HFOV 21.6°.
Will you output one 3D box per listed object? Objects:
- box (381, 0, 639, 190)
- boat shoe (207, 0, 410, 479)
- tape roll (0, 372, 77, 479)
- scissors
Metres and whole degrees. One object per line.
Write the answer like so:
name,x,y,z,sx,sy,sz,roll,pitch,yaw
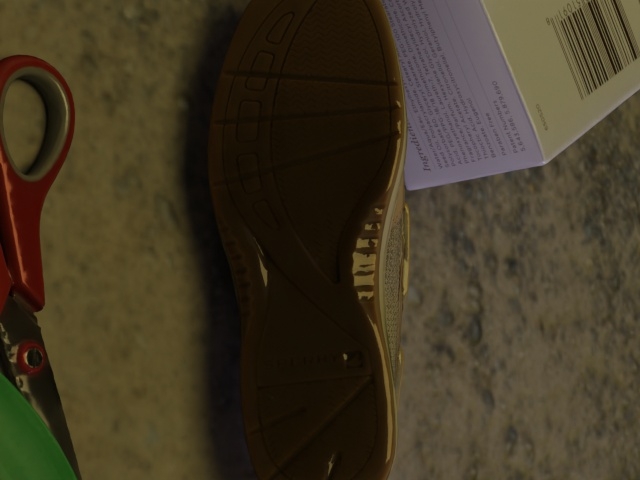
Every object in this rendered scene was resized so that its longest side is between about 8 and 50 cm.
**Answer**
box,0.110,-0.154,1.048,0.181,0.119,0.182,-37,108,-41
boat shoe,0.000,0.000,0.941,0.098,0.109,0.302,44,43,-81
tape roll,-0.238,0.168,0.637,0.321,0.077,0.321,-3,95,-34
scissors,-0.159,0.042,0.827,0.109,0.021,0.297,-1,85,-47
